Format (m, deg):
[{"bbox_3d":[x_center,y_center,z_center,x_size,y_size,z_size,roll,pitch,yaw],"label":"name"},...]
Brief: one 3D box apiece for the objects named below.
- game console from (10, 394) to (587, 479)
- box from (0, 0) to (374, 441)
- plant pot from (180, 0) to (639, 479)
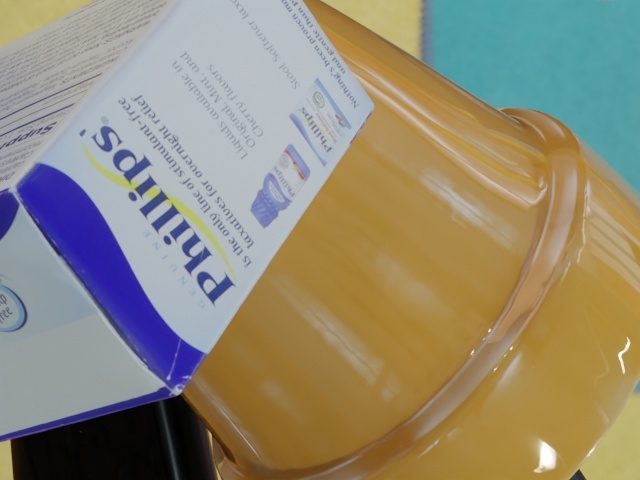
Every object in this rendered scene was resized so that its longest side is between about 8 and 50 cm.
[{"bbox_3d":[-0.021,0.145,0.902,0.044,0.361,0.213,-30,117,-46],"label":"game console"},{"bbox_3d":[-0.073,-0.012,0.525,0.072,0.126,0.137,54,43,-20],"label":"box"},{"bbox_3d":[0.000,0.000,0.714,0.205,0.205,0.188,-46,116,5],"label":"plant pot"}]
